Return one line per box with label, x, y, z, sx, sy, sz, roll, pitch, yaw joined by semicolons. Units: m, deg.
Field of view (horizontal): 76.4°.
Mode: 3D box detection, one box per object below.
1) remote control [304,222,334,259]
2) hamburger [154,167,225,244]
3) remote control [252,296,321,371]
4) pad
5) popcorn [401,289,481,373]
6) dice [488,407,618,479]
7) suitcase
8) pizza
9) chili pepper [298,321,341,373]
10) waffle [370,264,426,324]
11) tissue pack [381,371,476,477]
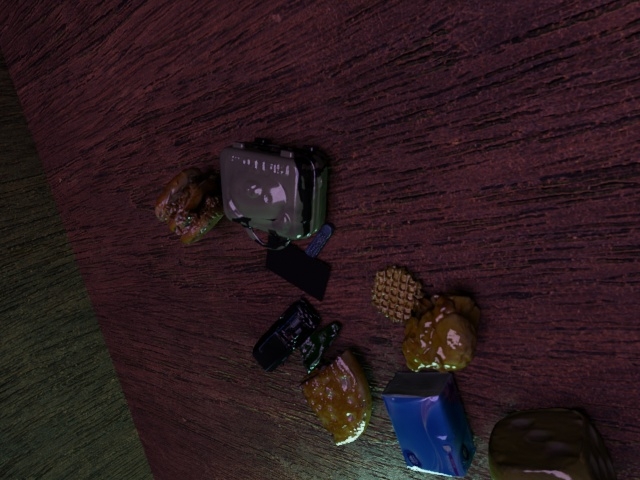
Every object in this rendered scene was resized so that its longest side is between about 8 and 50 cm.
remote control;-0.001;0.001;1.332;0.043;0.027;0.152;42;127;7
hamburger;-0.450;-0.126;1.471;0.211;0.260;0.245;43;171;-5
remote control;-0.140;0.374;1.542;0.144;0.062;0.399;47;126;10
pad;-0.087;0.095;1.429;0.265;0.009;0.159;29;128;23
popcorn;0.329;0.257;1.101;0.191;0.190;0.254;11;112;6
dice;0.585;0.584;1.025;0.238;0.233;0.227;-25;94;38
suitcase;-0.152;-0.132;1.279;0.351;0.194;0.339;17;118;28
pizza;0.060;0.553;1.442;0.277;0.114;0.409;7;110;32
chili pepper;-0.003;0.371;1.412;0.216;0.062;0.108;-52;37;14
waffle;0.233;0.165;1.226;0.191;0.038;0.191;13;114;30
tissue pack;0.330;0.553;1.239;0.198;0.146;0.263;-14;99;37
